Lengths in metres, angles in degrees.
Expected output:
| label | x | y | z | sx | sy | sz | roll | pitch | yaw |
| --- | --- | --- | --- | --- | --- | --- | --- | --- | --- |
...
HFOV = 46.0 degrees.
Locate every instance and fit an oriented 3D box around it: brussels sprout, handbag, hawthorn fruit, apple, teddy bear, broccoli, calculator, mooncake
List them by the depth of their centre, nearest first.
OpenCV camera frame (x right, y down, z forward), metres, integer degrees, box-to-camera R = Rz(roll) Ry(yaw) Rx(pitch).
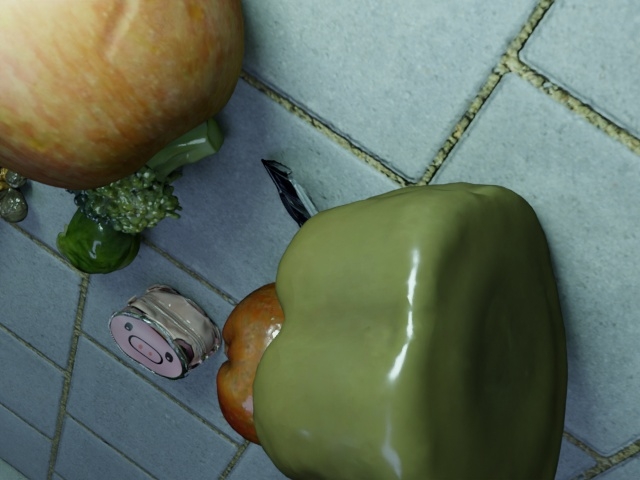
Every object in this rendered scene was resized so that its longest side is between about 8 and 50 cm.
| label | x | y | z | sx | sy | sz | roll | pitch | yaw |
| --- | --- | --- | --- | --- | --- | --- | --- | --- | --- |
| apple | -0.279 | -0.249 | 0.897 | 0.391 | 0.391 | 0.346 | -15 | 122 | 43 |
| mooncake | 0.122 | 0.151 | 0.924 | 0.262 | 0.467 | 0.467 | -1 | 126 | 35 |
| calculator | -0.001 | 0.000 | 1.129 | 0.274 | 0.028 | 0.166 | 60 | 173 | -21 |
| broccoli | -0.273 | -0.141 | 1.150 | 0.243 | 0.263 | 0.247 | -16 | 87 | 12 |
| hawthorn fruit | -0.018 | 0.213 | 1.238 | 0.298 | 0.277 | 0.277 | 14 | 135 | 12 |
| brussels sprout | -0.412 | -0.005 | 1.404 | 0.145 | 0.131 | 0.183 | 44 | 134 | 0 |
| teddy bear | -0.669 | -0.135 | 1.484 | 0.177 | 0.140 | 0.190 | -3 | 127 | -16 |
| handbag | -0.313 | 0.188 | 1.522 | 0.205 | 0.116 | 0.179 | 39 | 138 | 1 |
